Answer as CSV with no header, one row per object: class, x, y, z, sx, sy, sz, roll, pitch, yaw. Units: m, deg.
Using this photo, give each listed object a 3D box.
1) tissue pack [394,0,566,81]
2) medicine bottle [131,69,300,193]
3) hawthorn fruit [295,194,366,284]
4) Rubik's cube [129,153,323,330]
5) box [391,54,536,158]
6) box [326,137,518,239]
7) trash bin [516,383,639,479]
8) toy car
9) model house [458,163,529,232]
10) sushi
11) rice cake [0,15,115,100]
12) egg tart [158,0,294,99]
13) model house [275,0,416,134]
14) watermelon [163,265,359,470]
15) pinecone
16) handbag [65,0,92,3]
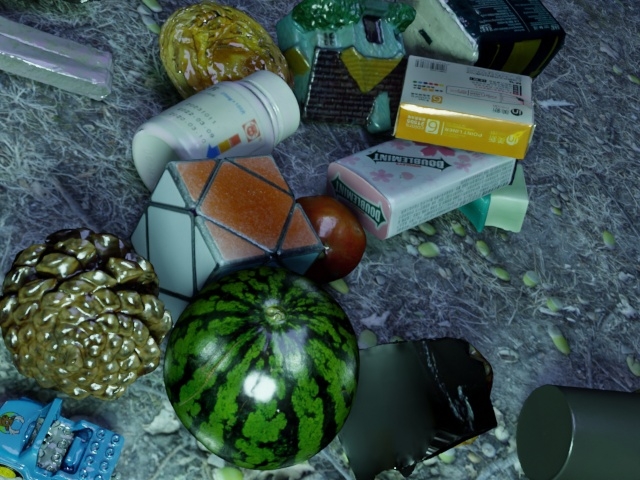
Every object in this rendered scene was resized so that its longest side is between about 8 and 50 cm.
tissue pack,0.358,-0.480,2.282,0.416,0.253,0.264,-21,67,-44
medicine bottle,-0.178,-0.187,1.693,0.170,0.170,0.293,46,52,10
hawthorn fruit,0.000,0.000,1.659,0.169,0.169,0.188,30,1,-8
Rubik's cube,-0.157,0.004,1.537,0.205,0.205,0.207,-11,61,-39
box,0.294,-0.274,1.939,0.273,0.091,0.221,11,38,5
box,0.210,-0.136,1.903,0.369,0.112,0.190,-25,47,-33
trash bin,0.533,0.358,1.676,0.333,0.214,0.214,14,46,-19
toy car,-0.347,0.268,1.247,0.191,0.100,0.097,24,47,-8
model house,0.361,-0.094,2.047,0.148,0.100,0.127,4,47,-2
sushi,0.154,0.244,1.514,0.212,0.227,0.215,-4,60,-44
rice cake,-0.520,-0.336,1.715,0.297,0.050,0.106,16,45,-22
egg tart,-0.193,-0.341,1.892,0.297,0.132,0.297,16,60,-29
model house,0.060,-0.357,2.030,0.280,0.230,0.249,-2,79,-33
watermelon,-0.084,0.181,1.368,0.285,0.285,0.285,18,45,-19
pinecone,-0.336,0.092,1.324,0.243,0.244,0.257,-3,29,-36
handbag,-0.563,-0.576,1.858,0.257,0.113,0.285,5,43,-38
